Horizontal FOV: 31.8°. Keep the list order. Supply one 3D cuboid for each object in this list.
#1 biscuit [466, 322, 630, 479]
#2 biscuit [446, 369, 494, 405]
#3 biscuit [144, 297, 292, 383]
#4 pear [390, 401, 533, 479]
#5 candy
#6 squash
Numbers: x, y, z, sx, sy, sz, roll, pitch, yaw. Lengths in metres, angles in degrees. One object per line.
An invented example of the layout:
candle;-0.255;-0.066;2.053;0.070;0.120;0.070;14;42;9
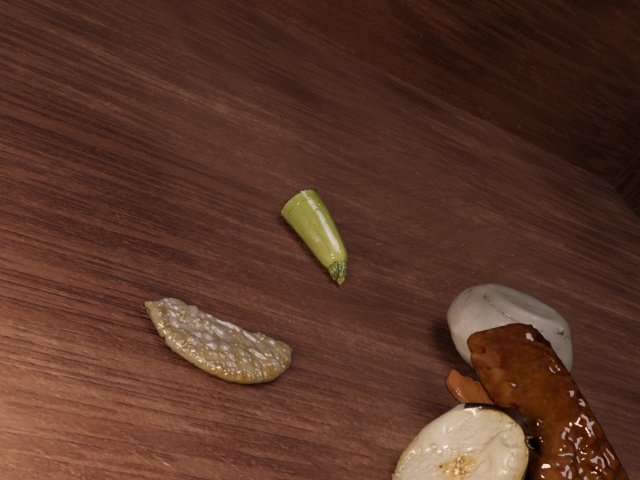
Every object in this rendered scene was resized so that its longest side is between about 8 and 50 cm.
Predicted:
biscuit;0.438;0.365;2.094;0.343;0.166;0.395;60;6;-44
biscuit;0.315;0.317;2.325;0.130;0.019;0.102;32;26;-16
biscuit;-0.166;0.180;1.868;0.289;0.038;0.141;25;28;-24
pear;0.259;0.419;1.900;0.267;0.267;0.178;-103;167;-54
candy;0.405;0.217;2.430;0.295;0.185;0.295;18;22;-7
squash;0.000;0.000;2.384;0.094;0.094;0.224;5;49;-51
